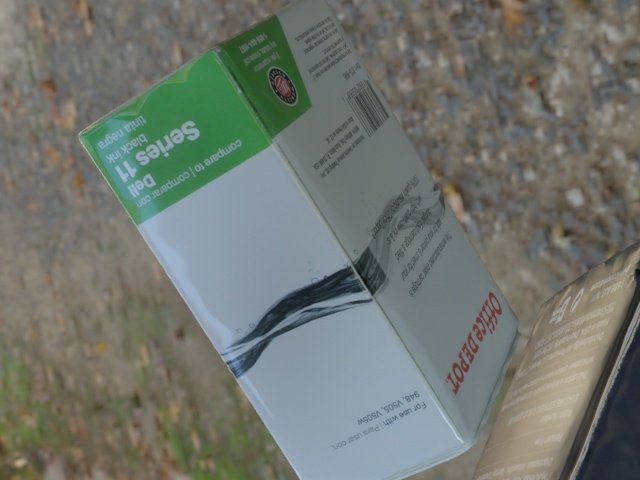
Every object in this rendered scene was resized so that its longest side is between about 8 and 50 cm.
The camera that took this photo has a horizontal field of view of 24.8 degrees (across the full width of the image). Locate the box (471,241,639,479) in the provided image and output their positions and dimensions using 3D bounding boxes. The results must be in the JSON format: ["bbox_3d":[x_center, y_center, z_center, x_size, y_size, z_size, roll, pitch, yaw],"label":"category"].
[{"bbox_3d":[0.320,0.322,1.022,0.472,0.479,0.297,-65,2,-16],"label":"box"}]

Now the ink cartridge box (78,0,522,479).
[{"bbox_3d":[0.000,0.000,0.700,0.208,0.087,0.153,58,-156,-7],"label":"ink cartridge box"}]
